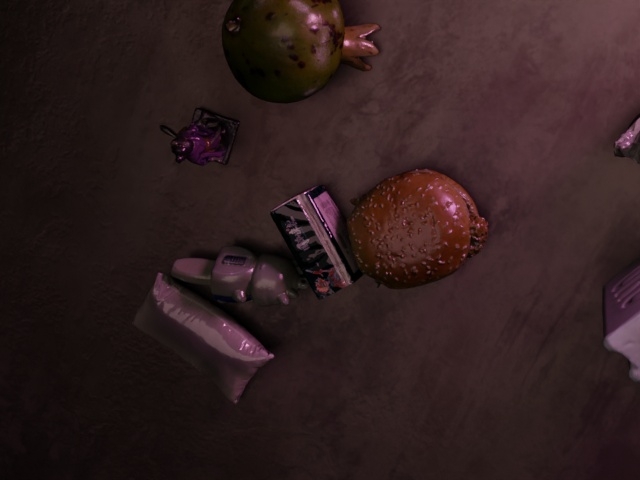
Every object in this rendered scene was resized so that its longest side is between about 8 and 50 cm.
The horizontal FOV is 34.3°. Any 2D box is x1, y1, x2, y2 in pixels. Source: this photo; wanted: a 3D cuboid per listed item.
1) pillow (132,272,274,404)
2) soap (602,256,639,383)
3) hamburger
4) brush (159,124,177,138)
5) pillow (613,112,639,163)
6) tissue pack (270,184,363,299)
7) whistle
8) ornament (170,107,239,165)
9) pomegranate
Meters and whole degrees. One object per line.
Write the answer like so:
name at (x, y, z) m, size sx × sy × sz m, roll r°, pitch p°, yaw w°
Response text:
pillow at (-0.212, 0.174, 1.823) m, size 0.254 × 0.078 × 0.144 m, roll 35°, pitch 119°, yaw 5°
soap at (0.494, 0.091, 1.509) m, size 0.160 × 0.265 × 0.087 m, roll -40°, pitch 91°, yaw 20°
hamburger at (0.156, -0.018, 1.653) m, size 0.215 × 0.122 × 0.189 m, roll -16°, pitch 96°, yaw 16°
brush at (-0.243, -0.175, 1.785) m, size 0.083 × 0.008 × 0.024 m, roll 34°, pitch 110°, yaw 5°
pillow at (0.618, -0.143, 1.488) m, size 0.283 × 0.138 × 0.310 m, roll 44°, pitch 107°, yaw 1°
tissue pack at (0.000, -0.001, 1.709) m, size 0.090 × 0.103 × 0.170 m, roll -25°, pitch 95°, yaw 23°
whistle at (-0.135, 0.063, 1.766) m, size 0.244 × 0.110 × 0.092 m, roll 5°, pitch 139°, yaw 13°
ornament at (-0.194, -0.165, 1.674) m, size 0.088 × 0.203 × 0.081 m, roll 18°, pitch 99°, yaw 5°
pomegranate at (-0.034, -0.314, 1.614) m, size 0.211 × 0.263 × 0.211 m, roll -13°, pitch 74°, yaw 56°
